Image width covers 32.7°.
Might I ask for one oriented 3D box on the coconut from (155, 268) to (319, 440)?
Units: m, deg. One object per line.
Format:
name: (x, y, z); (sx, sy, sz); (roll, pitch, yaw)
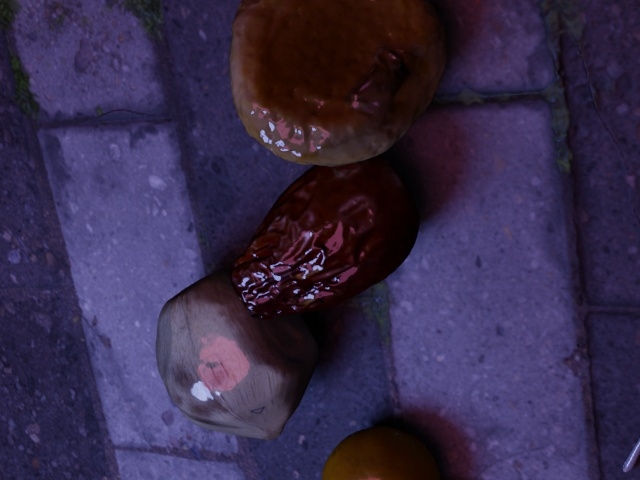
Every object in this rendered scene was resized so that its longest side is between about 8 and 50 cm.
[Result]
coconut: (-0.104, 0.149, 1.375); (0.224, 0.224, 0.224); (10, 114, 24)

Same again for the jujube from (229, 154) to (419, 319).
jujube: (0.000, 0.000, 1.252); (0.236, 0.168, 0.168); (-34, 92, 6)

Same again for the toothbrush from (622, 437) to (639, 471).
toothbrush: (0.385, 0.206, 1.246); (0.017, 0.014, 0.162); (21, 119, 3)

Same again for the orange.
orange: (0.077, 0.305, 1.387); (0.154, 0.134, 0.155); (4, 125, 5)

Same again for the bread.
bread: (0.018, -0.191, 1.184); (0.244, 0.134, 0.245); (0, 79, 0)
